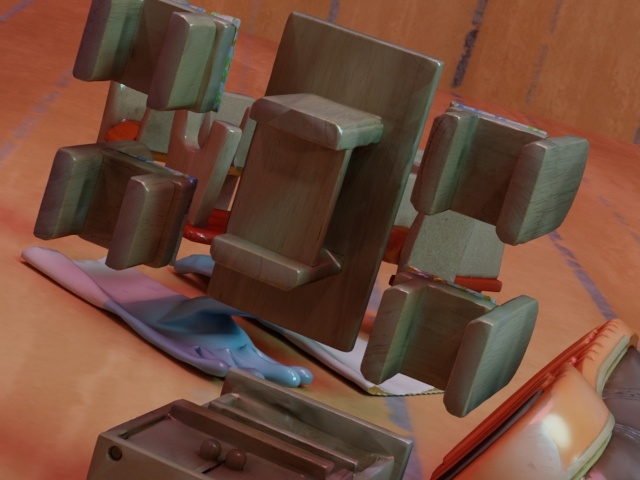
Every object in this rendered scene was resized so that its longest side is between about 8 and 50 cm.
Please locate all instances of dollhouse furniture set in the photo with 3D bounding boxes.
[{"bbox_3d":[0.000,0.000,1.093,0.259,0.135,0.262,9,13,-38],"label":"dollhouse furniture set"},{"bbox_3d":[-0.005,0.020,0.782,0.212,0.242,0.161,21,13,18],"label":"dollhouse furniture set"}]

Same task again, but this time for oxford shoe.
[{"bbox_3d":[0.139,0.133,0.849,0.132,0.130,0.364,48,15,7],"label":"oxford shoe"}]

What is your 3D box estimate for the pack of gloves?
[{"bbox_3d":[-0.052,0.037,1.102,0.195,0.046,0.232,2,20,-46],"label":"pack of gloves"}]
